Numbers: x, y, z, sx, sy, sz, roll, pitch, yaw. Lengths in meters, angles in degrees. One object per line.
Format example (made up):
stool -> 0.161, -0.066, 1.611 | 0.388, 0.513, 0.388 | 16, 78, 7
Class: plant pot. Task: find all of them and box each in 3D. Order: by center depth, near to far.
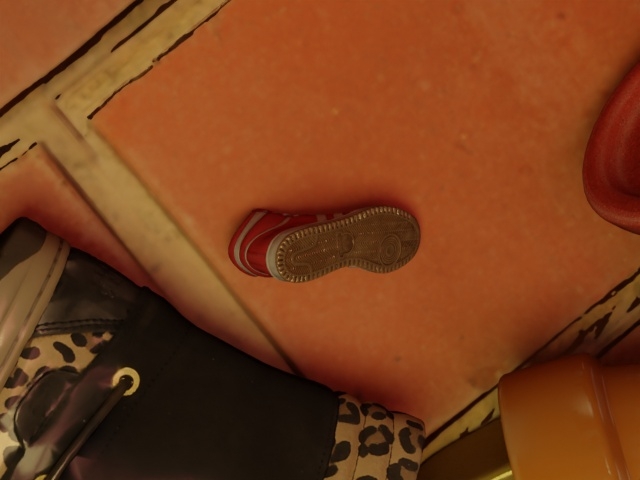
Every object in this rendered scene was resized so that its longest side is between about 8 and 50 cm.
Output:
plant pot -> 0.223, 0.148, 0.941 | 0.187, 0.205, 0.205 | -19, 103, 11
plant pot -> 0.092, 0.172, 1.010 | 0.083, 0.081, 0.081 | -23, 103, 4

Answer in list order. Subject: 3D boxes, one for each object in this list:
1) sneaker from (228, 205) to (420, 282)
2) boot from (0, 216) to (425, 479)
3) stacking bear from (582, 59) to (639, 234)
sneaker -> 0.000, 0.000, 0.986 | 0.118, 0.067, 0.042 | -8, 100, -40
boot -> -0.127, 0.207, 0.948 | 0.284, 0.138, 0.377 | 23, 89, -14
stacking bear -> 0.311, 0.000, 0.985 | 0.289, 0.164, 0.175 | 35, 50, -25
